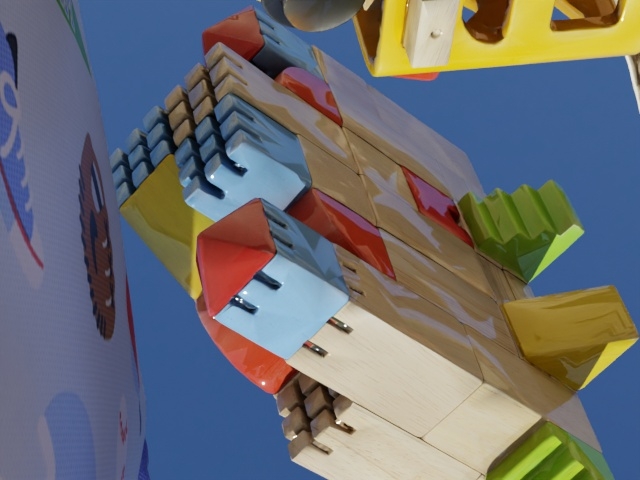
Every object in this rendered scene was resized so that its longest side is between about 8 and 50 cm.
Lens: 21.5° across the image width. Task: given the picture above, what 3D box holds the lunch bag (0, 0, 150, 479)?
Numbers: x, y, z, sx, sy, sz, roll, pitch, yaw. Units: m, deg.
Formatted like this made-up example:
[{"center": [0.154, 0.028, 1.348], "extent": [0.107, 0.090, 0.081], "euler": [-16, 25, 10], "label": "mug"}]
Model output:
[{"center": [-0.169, 0.049, 0.343], "extent": [0.239, 0.327, 0.385], "euler": [-8, -148, 2], "label": "lunch bag"}]

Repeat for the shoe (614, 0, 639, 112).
[{"center": [0.231, -0.164, 1.180], "extent": [0.058, 0.219, 0.076], "euler": [-30, -139, -1], "label": "shoe"}]

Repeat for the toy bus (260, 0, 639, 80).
[{"center": [0.040, -0.118, 0.675], "extent": [0.202, 0.191, 0.104], "euler": [-37, -135, 25], "label": "toy bus"}]

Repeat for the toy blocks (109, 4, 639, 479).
[{"center": [0.000, 0.000, 0.956], "extent": [0.261, 0.191, 0.381], "euler": [32, -156, -31], "label": "toy blocks"}]
